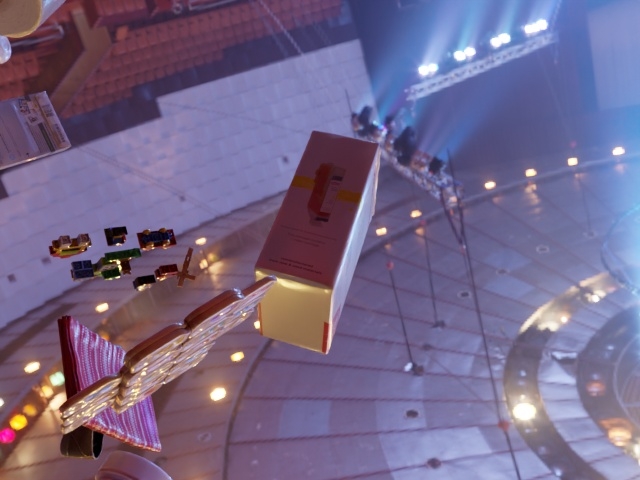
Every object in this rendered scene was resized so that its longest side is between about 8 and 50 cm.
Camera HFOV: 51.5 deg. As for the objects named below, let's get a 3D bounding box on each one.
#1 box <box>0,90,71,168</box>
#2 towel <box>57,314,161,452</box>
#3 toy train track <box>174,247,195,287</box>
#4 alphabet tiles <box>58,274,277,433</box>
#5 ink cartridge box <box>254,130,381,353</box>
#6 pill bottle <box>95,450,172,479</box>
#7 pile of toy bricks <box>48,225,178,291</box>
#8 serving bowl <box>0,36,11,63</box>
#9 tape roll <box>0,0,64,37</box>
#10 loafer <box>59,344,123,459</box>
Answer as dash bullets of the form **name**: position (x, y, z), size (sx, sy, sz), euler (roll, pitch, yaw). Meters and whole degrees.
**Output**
- **box**: position (-0.693, -0.255, 1.532), size (0.038, 0.145, 0.186), euler (-17, -169, 41)
- **towel**: position (-0.373, 0.262, 1.192), size (0.031, 0.275, 0.198), euler (-25, -123, 5)
- **toy train track**: position (-0.265, 0.053, 1.298), size (0.048, 0.083, 0.014), euler (18, 154, -13)
- **alphabet tiles**: position (-0.178, 0.139, 0.792), size (0.278, 0.021, 0.284), euler (-32, 170, -30)
- **ink cartridge box**: position (0.000, 0.000, 1.417), size (0.161, 0.279, 0.384), euler (14, -125, 9)
- **pill bottle**: position (-0.223, 0.307, 0.653), size (0.108, 0.107, 0.180), euler (-3, -140, 30)
- **pile of toy bricks**: position (-0.364, 0.042, 1.178), size (0.212, 0.118, 0.105), euler (-7, 164, -36)
- **serving bowl**: position (-0.773, -0.471, 1.599), size (0.027, 0.083, 0.083), euler (-10, -159, 10)
- **tape roll**: position (-0.443, -0.378, 0.868), size (0.219, 0.219, 0.072), euler (-1, -131, 33)
- **loafer**: position (-0.457, 0.345, 1.398), size (0.088, 0.251, 0.094), euler (19, 177, 15)
